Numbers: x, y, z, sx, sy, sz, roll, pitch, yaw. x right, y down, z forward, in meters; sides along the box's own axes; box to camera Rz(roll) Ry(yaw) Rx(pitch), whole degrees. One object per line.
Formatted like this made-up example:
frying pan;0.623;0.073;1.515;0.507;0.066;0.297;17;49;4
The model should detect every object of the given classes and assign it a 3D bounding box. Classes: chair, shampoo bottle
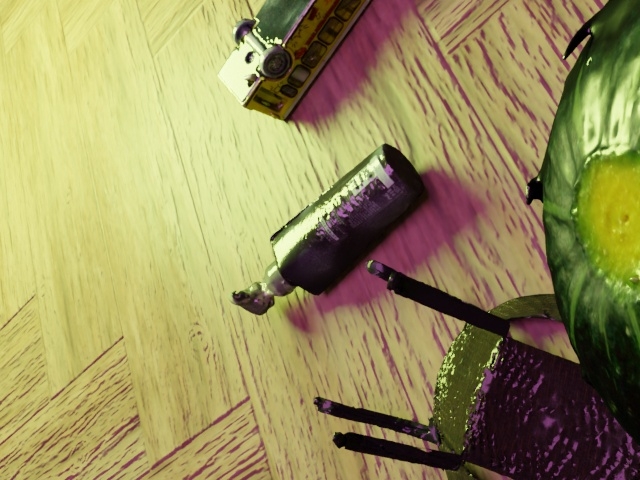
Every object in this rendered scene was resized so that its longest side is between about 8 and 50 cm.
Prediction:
chair;0.115;0.107;0.532;0.213;0.149;0.174;21;88;1
shampoo bottle;0.000;-0.001;0.679;0.207;0.063;0.057;-43;42;25

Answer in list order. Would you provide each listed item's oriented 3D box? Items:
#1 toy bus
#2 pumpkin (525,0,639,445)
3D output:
toy bus;-0.015;-0.234;0.756;0.226;0.074;0.081;-54;50;15
pumpkin;0.253;-0.009;0.354;0.295;0.295;0.296;-14;68;38
